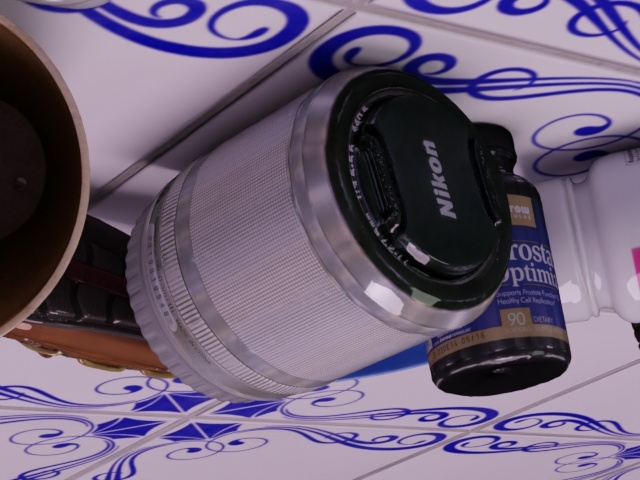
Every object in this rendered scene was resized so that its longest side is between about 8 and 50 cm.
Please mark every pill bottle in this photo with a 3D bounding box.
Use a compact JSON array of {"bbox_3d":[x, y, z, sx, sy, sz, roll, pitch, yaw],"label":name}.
[{"bbox_3d":[0.335,-0.013,1.618,0.283,0.160,0.160,-12,160,10],"label":"pill bottle"},{"bbox_3d":[0.140,0.016,1.533,0.122,0.219,0.123,-8,161,-3],"label":"pill bottle"}]

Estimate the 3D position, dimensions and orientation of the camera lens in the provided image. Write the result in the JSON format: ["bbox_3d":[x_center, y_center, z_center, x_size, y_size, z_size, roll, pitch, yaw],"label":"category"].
[{"bbox_3d":[0.000,0.000,1.432,0.219,0.219,0.274,10,153,-42],"label":"camera lens"}]

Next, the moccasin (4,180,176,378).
[{"bbox_3d":[-0.236,0.037,1.544,0.380,0.139,0.147,15,153,-37],"label":"moccasin"}]

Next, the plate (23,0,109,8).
[{"bbox_3d":[-0.181,-0.213,1.035,0.278,0.045,0.277,6,155,-36],"label":"plate"}]

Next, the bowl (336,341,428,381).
[{"bbox_3d":[0.023,0.057,1.808,0.391,0.077,0.391,-8,160,-3],"label":"bowl"}]

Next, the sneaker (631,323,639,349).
[{"bbox_3d":[0.422,0.046,1.861,0.146,0.134,0.343,-8,163,-16],"label":"sneaker"}]

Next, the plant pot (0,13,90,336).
[{"bbox_3d":[-0.261,-0.048,1.215,0.237,0.237,0.254,-9,-176,0],"label":"plant pot"}]
